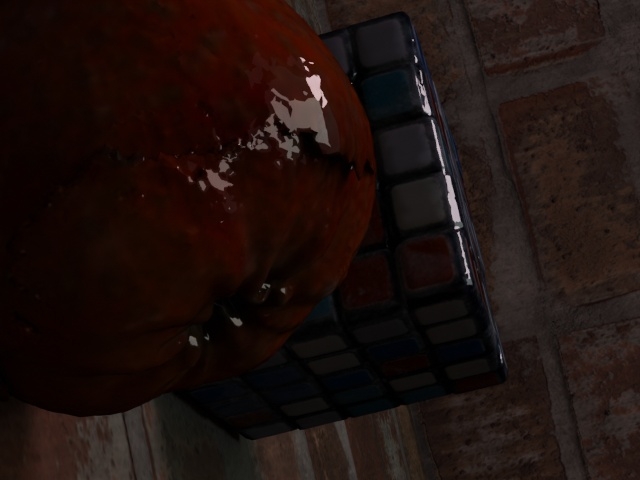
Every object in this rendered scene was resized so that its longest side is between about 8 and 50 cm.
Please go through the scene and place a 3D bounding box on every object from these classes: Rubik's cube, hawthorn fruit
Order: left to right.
[{"bbox_3d":[-0.119,-0.066,0.737,0.308,0.276,0.276,63,5,13],"label":"hawthorn fruit"},{"bbox_3d":[0.000,0.000,1.242,0.293,0.286,0.292,58,19,-63],"label":"Rubik's cube"}]
